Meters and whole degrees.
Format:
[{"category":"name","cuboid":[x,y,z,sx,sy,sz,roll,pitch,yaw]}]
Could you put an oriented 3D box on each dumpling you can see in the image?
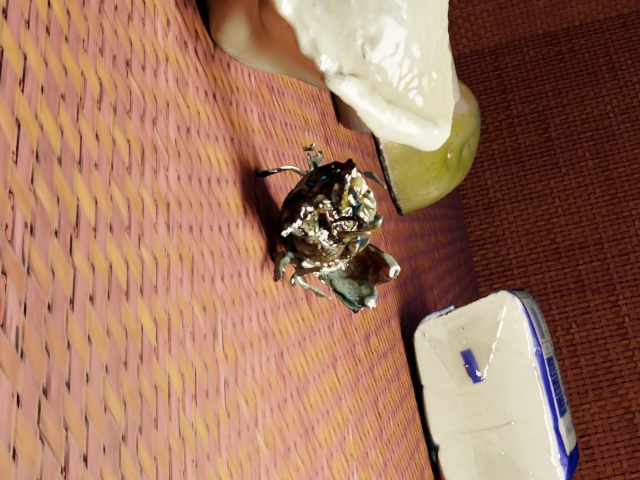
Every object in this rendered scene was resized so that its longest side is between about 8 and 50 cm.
[{"category":"dumpling","cuboid":[-0.008,-0.142,0.828,0.166,0.126,0.216,-27,107,-66]}]

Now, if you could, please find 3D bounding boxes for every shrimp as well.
[{"category":"shrimp","cuboid":[-0.004,-0.002,0.889,0.082,0.076,0.174,-60,166,-11]}]

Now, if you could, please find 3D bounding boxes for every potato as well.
[{"category":"potato","cuboid":[0.117,-0.129,1.788,0.202,0.117,0.182,68,14,-54]}]

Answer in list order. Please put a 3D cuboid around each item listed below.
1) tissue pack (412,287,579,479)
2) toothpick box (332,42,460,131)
[{"category":"tissue pack","cuboid":[0.169,0.156,1.600,0.269,0.137,0.209,3,75,-79]},{"category":"toothpick box","cuboid":[0.047,-0.193,1.358,0.111,0.111,0.181,-85,162,-68]}]
